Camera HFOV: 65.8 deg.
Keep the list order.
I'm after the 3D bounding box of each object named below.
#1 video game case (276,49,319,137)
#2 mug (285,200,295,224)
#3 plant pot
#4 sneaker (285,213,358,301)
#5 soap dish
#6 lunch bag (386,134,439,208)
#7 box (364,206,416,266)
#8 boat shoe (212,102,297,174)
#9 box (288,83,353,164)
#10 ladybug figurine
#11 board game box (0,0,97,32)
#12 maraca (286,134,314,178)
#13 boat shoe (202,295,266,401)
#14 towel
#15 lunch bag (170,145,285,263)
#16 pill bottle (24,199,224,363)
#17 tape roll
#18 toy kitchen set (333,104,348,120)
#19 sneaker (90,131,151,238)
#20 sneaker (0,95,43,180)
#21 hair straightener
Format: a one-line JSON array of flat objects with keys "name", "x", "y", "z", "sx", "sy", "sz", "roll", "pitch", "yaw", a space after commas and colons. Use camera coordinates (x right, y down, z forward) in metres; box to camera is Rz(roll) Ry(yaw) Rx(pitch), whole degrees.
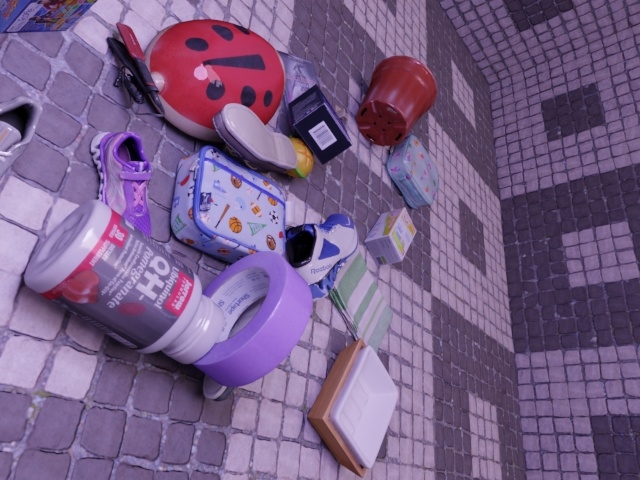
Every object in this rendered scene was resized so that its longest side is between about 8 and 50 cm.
[{"name": "video game case", "x": -0.056, "y": -0.461, "z": 1.594, "sx": 0.196, "sy": 0.026, "sz": 0.275, "roll": -11, "pitch": 87, "yaw": -55}, {"name": "mug", "x": -0.106, "y": -0.072, "z": 1.363, "sx": 0.062, "sy": 0.078, "sz": 0.064, "roll": -6, "pitch": 91, "yaw": -87}, {"name": "plant pot", "x": 0.274, "y": -0.514, "z": 1.886, "sx": 0.272, "sy": 0.272, "sz": 0.265, "roll": 53, "pitch": 49, "yaw": -28}, {"name": "sneaker", "x": -0.001, "y": 0.001, "z": 1.384, "sx": 0.182, "sy": 0.127, "sz": 0.316, "roll": 65, "pitch": 36, "yaw": -33}, {"name": "soap dish", "x": 0.094, "y": 0.455, "z": 1.370, "sx": 0.229, "sy": 0.118, "sz": 0.291, "roll": 60, "pitch": 37, "yaw": -20}, {"name": "lunch bag", "x": 0.382, "y": -0.282, "z": 2.052, "sx": 0.279, "sy": 0.107, "sz": 0.224, "roll": 48, "pitch": 48, "yaw": -30}, {"name": "box", "x": 0.256, "y": -0.016, "z": 1.782, "sx": 0.114, "sy": 0.103, "sz": 0.203, "roll": 61, "pitch": 37, "yaw": -19}, {"name": "boat shoe", "x": -0.164, "y": -0.227, "z": 1.176, "sx": 0.324, "sy": 0.096, "sz": 0.117, "roll": 13, "pitch": 64, "yaw": -67}, {"name": "box", "x": -0.004, "y": -0.341, "z": 1.439, "sx": 0.153, "sy": 0.108, "sz": 0.207, "roll": 50, "pitch": 15, "yaw": -31}, {"name": "ladybug figurine", "x": -0.231, "y": -0.402, "z": 1.213, "sx": 0.449, "sy": 0.161, "sz": 0.305, "roll": -36, "pitch": 107, "yaw": -53}, {"name": "board game box", "x": -0.464, "y": -0.429, "z": 0.869, "sx": 0.136, "sy": 0.201, "sz": 0.035, "roll": -38, "pitch": 108, "yaw": -53}, {"name": "maraca", "x": -0.069, "y": -0.245, "z": 1.437, "sx": 0.186, "sy": 0.099, "sz": 0.127, "roll": -84, "pitch": 151, "yaw": -66}, {"name": "boat shoe", "x": -0.155, "y": 0.236, "z": 1.117, "sx": 0.099, "sy": 0.116, "sz": 0.320, "roll": 52, "pitch": 36, "yaw": -23}, {"name": "towel", "x": 0.132, "y": 0.188, "z": 1.595, "sx": 0.325, "sy": 0.038, "sz": 0.248, "roll": 60, "pitch": 37, "yaw": -19}, {"name": "lunch bag", "x": -0.208, "y": -0.079, "z": 1.168, "sx": 0.303, "sy": 0.114, "sz": 0.243, "roll": 31, "pitch": 52, "yaw": -46}, {"name": "pill bottle", "x": -0.327, "y": 0.090, "z": 0.881, "sx": 0.318, "sy": 0.176, "sz": 0.176, "roll": 46, "pitch": 44, "yaw": -34}, {"name": "tape roll", "x": -0.152, "y": 0.154, "z": 1.011, "sx": 0.090, "sy": 0.274, "sz": 0.275, "roll": 48, "pitch": 43, "yaw": -31}, {"name": "toy kitchen set", "x": 0.076, "y": -0.422, "z": 1.721, "sx": 0.075, "sy": 0.068, "sz": 0.083, "roll": 24, "pitch": 59, "yaw": -48}, {"name": "sneaker", "x": -0.371, "y": -0.108, "z": 0.960, "sx": 0.095, "sy": 0.104, "sz": 0.237, "roll": -10, "pitch": 86, "yaw": -56}, {"name": "sneaker", "x": -0.517, "y": -0.127, "z": 0.752, "sx": 0.099, "sy": 0.121, "sz": 0.263, "roll": 39, "pitch": 49, "yaw": -39}, {"name": "hair straightener", "x": -0.389, "y": -0.342, "z": 1.037, "sx": 0.231, "sy": 0.089, "sz": 0.047, "roll": 58, "pitch": 28, "yaw": 12}]
